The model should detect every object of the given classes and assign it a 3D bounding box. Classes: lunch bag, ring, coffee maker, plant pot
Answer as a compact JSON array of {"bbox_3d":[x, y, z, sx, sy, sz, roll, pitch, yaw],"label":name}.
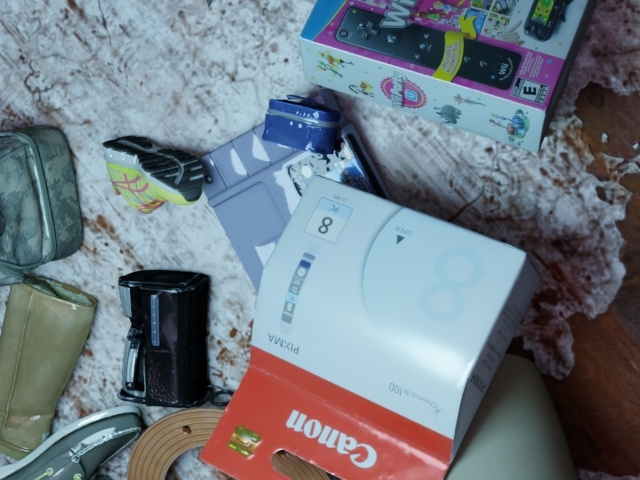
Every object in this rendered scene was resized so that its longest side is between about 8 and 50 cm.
[{"bbox_3d":[-0.523,-0.036,1.761,0.305,0.256,0.212,-3,99,19],"label":"lunch bag"},{"bbox_3d":[-0.119,0.375,1.794,0.337,0.032,0.336,9,119,16],"label":"ring"},{"bbox_3d":[-0.026,-0.151,1.620,0.098,0.067,0.065,16,99,21],"label":"lunch bag"},{"bbox_3d":[-0.199,0.135,1.776,0.171,0.120,0.178,1,103,-7],"label":"coffee maker"},{"bbox_3d":[0.213,0.289,1.573,0.257,0.256,0.274,-6,57,19],"label":"plant pot"}]

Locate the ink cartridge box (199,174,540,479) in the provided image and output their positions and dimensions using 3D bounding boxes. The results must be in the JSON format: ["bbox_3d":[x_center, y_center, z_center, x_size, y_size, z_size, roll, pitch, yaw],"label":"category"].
[{"bbox_3d":[0.042,0.141,1.512,0.308,0.091,0.385,22,77,30],"label":"ink cartridge box"}]

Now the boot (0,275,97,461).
[{"bbox_3d":[-0.472,0.173,1.880,0.236,0.089,0.269,18,107,1],"label":"boot"}]

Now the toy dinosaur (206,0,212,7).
[{"bbox_3d":[-0.111,-0.462,1.632,0.160,0.121,0.313,23,112,25],"label":"toy dinosaur"}]

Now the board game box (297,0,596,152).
[{"bbox_3d":[0.156,-0.261,1.520,0.303,0.097,0.224,18,67,14],"label":"board game box"}]

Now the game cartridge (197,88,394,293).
[{"bbox_3d":[0.000,0.000,1.702,0.230,0.068,0.355,-27,91,25],"label":"game cartridge"}]

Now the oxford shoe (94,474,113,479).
[{"bbox_3d":[-0.378,0.438,1.911,0.076,0.076,0.212,37,102,51],"label":"oxford shoe"}]

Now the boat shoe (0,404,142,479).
[{"bbox_3d":[-0.381,0.343,1.839,0.305,0.109,0.091,-31,63,7],"label":"boat shoe"}]

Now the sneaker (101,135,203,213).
[{"bbox_3d":[-0.224,-0.076,1.728,0.208,0.082,0.094,28,124,48],"label":"sneaker"}]
